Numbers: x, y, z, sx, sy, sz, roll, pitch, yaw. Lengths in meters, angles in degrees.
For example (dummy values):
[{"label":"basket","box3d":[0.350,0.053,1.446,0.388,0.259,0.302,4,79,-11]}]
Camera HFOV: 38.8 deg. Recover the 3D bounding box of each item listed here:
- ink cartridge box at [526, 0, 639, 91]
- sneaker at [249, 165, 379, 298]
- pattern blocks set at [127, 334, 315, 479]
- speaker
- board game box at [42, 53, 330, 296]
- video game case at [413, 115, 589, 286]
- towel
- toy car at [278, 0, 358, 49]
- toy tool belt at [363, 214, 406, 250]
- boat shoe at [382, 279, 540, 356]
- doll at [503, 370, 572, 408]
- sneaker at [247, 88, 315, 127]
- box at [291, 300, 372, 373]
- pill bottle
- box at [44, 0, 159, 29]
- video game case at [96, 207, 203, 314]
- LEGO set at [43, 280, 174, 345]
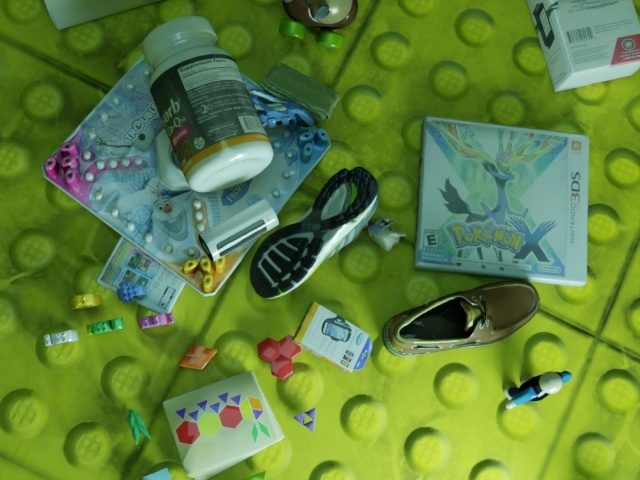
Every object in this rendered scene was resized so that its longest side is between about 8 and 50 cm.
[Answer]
[{"label":"ink cartridge box","box3d":[0.523,-0.435,1.801,0.172,0.100,0.237,-13,80,-9]},{"label":"sneaker","box3d":[0.000,0.000,1.642,0.300,0.121,0.111,-41,68,7]},{"label":"pattern blocks set","box3d":[-0.169,0.319,1.595,0.324,0.026,0.285,-11,78,-9]},{"label":"speaker","box3d":[-0.142,-0.019,1.591,0.136,0.055,0.055,-30,82,-15]},{"label":"board game box","box3d":[-0.240,-0.161,1.672,0.390,0.050,0.390,36,73,2]},{"label":"video game case","box3d":[0.348,-0.076,1.735,0.329,0.036,0.300,6,77,-5]},{"label":"towel","box3d":[-0.039,-0.281,1.717,0.148,0.027,0.110,26,36,-2]},{"label":"toy car","box3d":[0.000,-0.449,1.682,0.149,0.188,0.155,15,97,-3]},{"label":"toy tool belt","box3d":[0.116,-0.021,1.693,0.051,0.052,0.083,-35,55,-20]},{"label":"boat shoe","box3d":[0.266,0.144,1.641,0.307,0.104,0.111,-19,80,-10]},{"label":"doll","box3d":[0.375,0.257,1.583,0.129,0.189,0.046,-24,81,-11]},{"label":"sneaker","box3d":[-0.081,-0.228,1.661,0.144,0.053,0.059,17,72,6]},{"label":"box","box3d":[0.025,0.178,1.634,0.136,0.028,0.081,32,68,-11]},{"label":"pill bottle","box3d":[-0.203,-0.238,1.588,0.162,0.162,0.278,-22,78,-10]},{"label":"box","box3d":[-0.371,-0.567,1.700,0.345,0.168,0.215,-19,80,-10]},{"label":"video game case","box3d":[-0.305,0.039,1.648,0.143,0.019,0.157,27,77,0]},{"label":"LEGO set","box3d":[-0.377,0.122,1.570,0.227,0.093,0.087,-11,85,-4]}]
